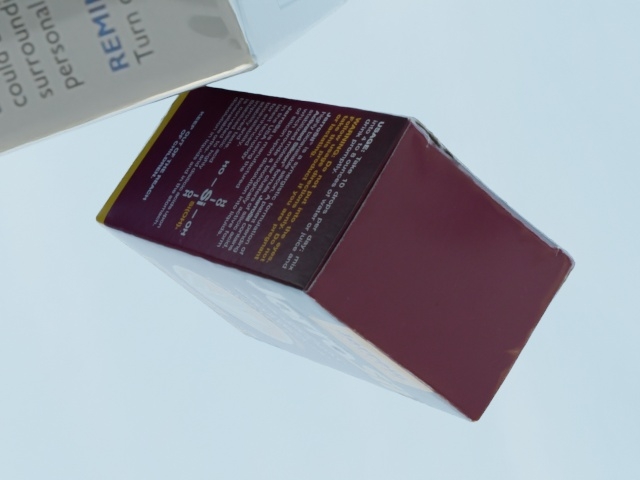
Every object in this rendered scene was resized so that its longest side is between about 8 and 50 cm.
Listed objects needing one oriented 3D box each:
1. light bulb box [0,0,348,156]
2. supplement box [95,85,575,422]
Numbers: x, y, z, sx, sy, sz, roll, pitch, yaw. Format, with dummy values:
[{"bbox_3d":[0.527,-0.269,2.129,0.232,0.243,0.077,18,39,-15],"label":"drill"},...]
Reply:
[{"bbox_3d":[-0.205,-0.127,0.693,0.361,0.358,0.225,-19,-82,10],"label":"light bulb box"},{"bbox_3d":[0.000,0.000,0.742,0.104,0.188,0.081,39,-102,-30],"label":"supplement box"}]
